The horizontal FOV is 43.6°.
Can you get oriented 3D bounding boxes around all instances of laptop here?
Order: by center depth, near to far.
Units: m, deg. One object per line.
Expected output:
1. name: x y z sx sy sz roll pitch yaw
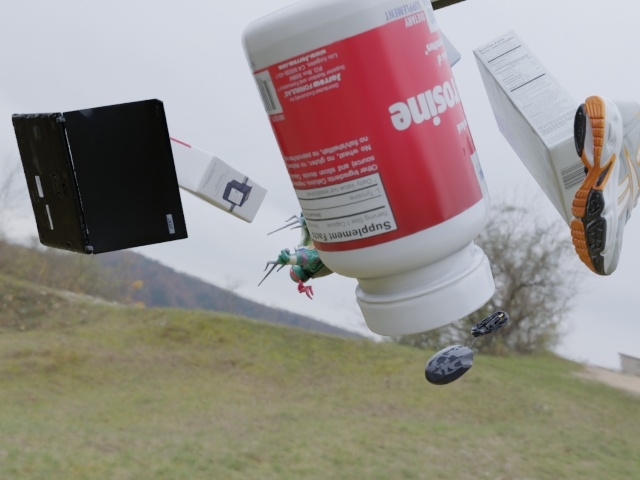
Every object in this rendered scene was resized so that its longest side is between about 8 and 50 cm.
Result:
1. laptop: -0.370 -0.107 1.326 0.264 0.234 0.136 7 20 44

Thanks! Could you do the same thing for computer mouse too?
1. computer mouse: 0.284 0.198 1.544 0.071 0.242 0.041 0 -61 48

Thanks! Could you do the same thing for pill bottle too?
1. pill bottle: 0.074 -0.101 0.984 0.229 0.408 0.229 -19 13 5

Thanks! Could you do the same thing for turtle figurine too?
1. turtle figurine: 0.000 0.000 1.354 0.118 0.234 0.175 43 18 -17

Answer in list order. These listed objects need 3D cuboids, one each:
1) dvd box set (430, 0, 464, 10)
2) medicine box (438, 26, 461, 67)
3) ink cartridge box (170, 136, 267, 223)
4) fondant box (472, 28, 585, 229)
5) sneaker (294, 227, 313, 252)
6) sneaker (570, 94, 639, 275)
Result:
1. dvd box set: 0.272 -0.821 2.145 0.307 0.421 0.062 -11 -10 31
2. medicine box: 0.096 -0.299 1.601 0.149 0.263 0.289 49 -48 -5
3. ink cartridge box: -0.265 -0.144 1.921 0.172 0.100 0.237 25 -4 32
4. fondant box: 0.422 -0.214 1.525 0.238 0.096 0.330 56 10 -46
5. sneaker: 0.012 -0.040 1.718 0.080 0.211 0.081 5 -24 45
6. sneaker: 0.439 -0.077 1.156 0.121 0.263 0.099 -3 12 -12
